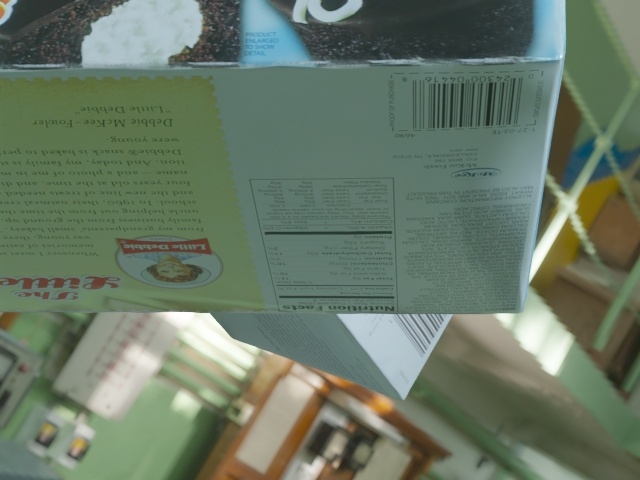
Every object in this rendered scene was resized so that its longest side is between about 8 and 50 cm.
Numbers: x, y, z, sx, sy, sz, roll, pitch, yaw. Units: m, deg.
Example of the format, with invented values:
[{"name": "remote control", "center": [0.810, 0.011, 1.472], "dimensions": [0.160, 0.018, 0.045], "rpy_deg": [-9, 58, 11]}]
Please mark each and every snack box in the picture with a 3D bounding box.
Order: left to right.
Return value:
[{"name": "snack box", "center": [-0.078, -0.035, 0.514], "dimensions": [0.322, 0.060, 0.187], "rpy_deg": [0, -28, 4]}]

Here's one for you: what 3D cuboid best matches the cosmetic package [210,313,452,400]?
[{"name": "cosmetic package", "center": [0.000, 0.000, 1.027], "dimensions": [0.183, 0.151, 0.151], "rpy_deg": [16, -25, 37]}]
